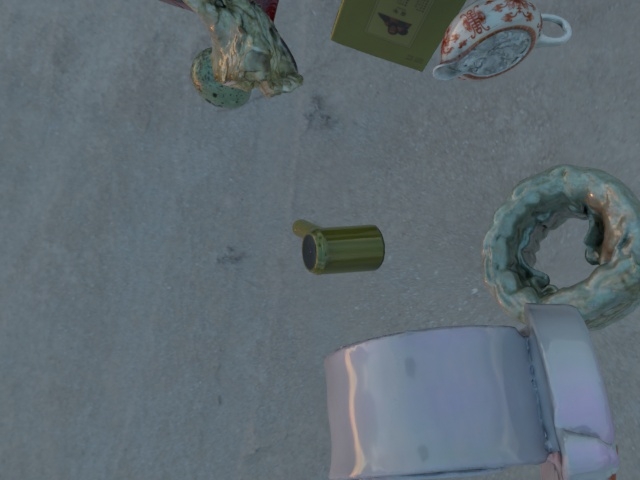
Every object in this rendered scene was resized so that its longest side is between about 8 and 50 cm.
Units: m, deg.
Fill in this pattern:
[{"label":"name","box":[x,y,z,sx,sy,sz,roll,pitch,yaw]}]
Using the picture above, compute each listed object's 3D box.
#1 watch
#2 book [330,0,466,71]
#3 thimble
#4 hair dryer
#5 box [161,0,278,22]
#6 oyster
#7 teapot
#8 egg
[{"label":"watch","box":[0.125,0.172,0.510,0.231,0.244,0.196,-11,66,12]},{"label":"book","box":[0.170,-0.504,1.216,0.239,0.352,0.035,16,67,-6]},{"label":"thimble","box":[0.446,0.023,1.030,0.291,0.195,0.292,-12,70,37]},{"label":"hair dryer","box":[0.000,0.000,1.164,0.278,0.134,0.090,-155,64,-63]},{"label":"box","box":[-0.257,-0.674,1.494,0.313,0.089,0.197,12,99,-22]},{"label":"oyster","box":[-0.093,-0.207,0.601,0.081,0.191,0.163,-42,41,-1]},{"label":"teapot","box":[0.286,-0.328,0.941,0.245,0.159,0.116,-14,55,0]},{"label":"egg","box":[-0.151,-0.249,0.903,0.085,0.110,0.085,-16,63,34]}]
